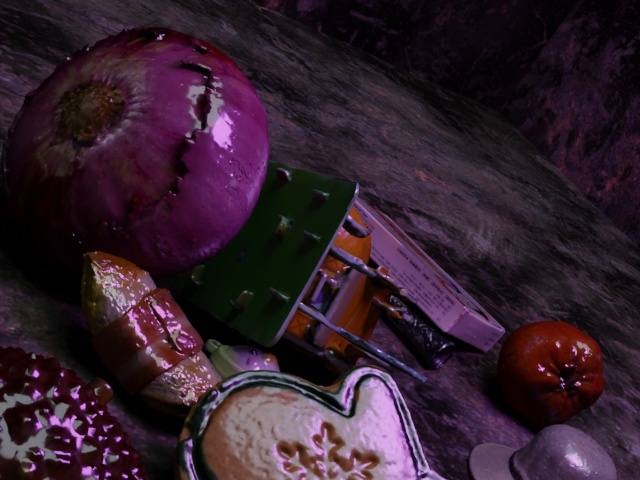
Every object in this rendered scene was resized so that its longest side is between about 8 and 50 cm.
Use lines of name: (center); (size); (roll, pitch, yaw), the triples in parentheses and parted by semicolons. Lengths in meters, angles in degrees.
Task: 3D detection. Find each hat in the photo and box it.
hat: (0.356, 0.347, 1.704); (0.257, 0.130, 0.257); (29, 21, -13)

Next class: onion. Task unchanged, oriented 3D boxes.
onion: (-0.220, -0.102, 1.537); (0.345, 0.358, 0.358); (24, 22, -38)

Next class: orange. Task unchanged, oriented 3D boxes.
orange: (0.002, -0.003, 1.910); (0.177, 0.155, 0.177); (157, -90, -82)

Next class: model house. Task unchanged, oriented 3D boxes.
model house: (0.037, 0.067, 1.577); (0.313, 0.242, 0.358); (28, -6, -27)

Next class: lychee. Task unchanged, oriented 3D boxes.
lychee: (-0.268, 0.209, 0.881); (0.276, 0.275, 0.304); (39, 52, 12)

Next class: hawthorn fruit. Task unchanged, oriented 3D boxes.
hawthorn fruit: (0.384, 0.215, 1.990); (0.185, 0.185, 0.202); (28, 6, -15)

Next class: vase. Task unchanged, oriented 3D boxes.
vase: (0.152, 0.141, 1.959); (0.167, 0.059, 0.059); (46, 23, 30)

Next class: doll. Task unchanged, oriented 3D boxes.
doll: (-0.039, 0.209, 1.429); (0.296, 0.117, 0.141); (44, 16, 24)

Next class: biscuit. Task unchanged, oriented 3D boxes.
biscuit: (0.016, 0.258, 1.279); (0.344, 0.057, 0.287); (36, 56, 2)

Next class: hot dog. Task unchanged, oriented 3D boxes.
hot dog: (-0.209, 0.127, 1.390); (0.123, 0.093, 0.261); (-28, 82, -49)

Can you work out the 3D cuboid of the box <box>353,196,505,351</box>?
box: (0.166, 0.051, 2.111); (0.353, 0.069, 0.214); (48, 10, 30)
